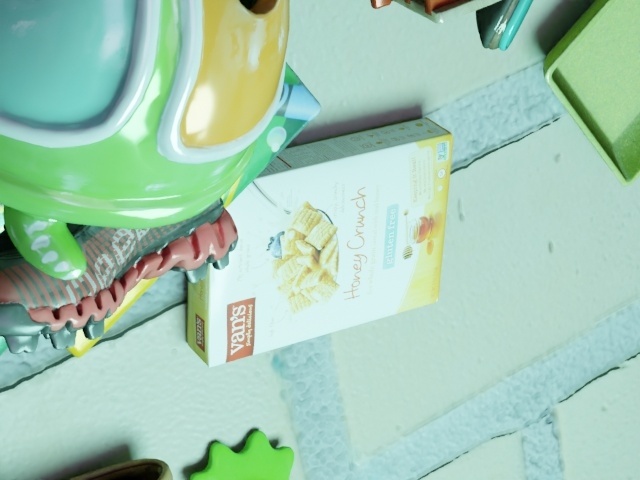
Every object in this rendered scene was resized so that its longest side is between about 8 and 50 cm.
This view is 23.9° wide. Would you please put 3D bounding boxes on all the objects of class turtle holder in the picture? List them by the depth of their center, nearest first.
[{"bbox_3d":[-0.155,-0.164,0.871,0.243,0.320,0.227,-16,146,-39],"label":"turtle holder"}]

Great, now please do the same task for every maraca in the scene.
[{"bbox_3d":[-0.060,0.269,1.376,0.127,0.099,0.186,-13,96,-32],"label":"maraca"}]

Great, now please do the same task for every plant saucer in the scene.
[{"bbox_3d":[0.295,-0.174,1.409,0.188,0.045,0.188,-49,132,-3],"label":"plant saucer"}]

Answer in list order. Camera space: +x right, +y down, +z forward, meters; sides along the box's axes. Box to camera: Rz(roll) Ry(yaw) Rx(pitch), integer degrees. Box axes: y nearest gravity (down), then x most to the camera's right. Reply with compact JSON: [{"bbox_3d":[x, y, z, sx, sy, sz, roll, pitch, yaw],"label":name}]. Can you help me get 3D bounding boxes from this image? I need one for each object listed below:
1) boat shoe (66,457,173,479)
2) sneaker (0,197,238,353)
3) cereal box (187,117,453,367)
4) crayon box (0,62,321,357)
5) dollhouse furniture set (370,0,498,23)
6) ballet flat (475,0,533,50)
[{"bbox_3d":[-0.253,0.255,1.224,0.324,0.122,0.120,-15,118,-38],"label":"boat shoe"},{"bbox_3d":[-0.154,-0.015,0.991,0.276,0.097,0.135,-31,120,-55],"label":"sneaker"},{"bbox_3d":[0.000,0.000,1.294,0.240,0.047,0.173,-16,124,-29],"label":"cereal box"},{"bbox_3d":[-0.176,-0.058,1.114,0.323,0.083,0.203,-46,132,-4],"label":"crayon box"},{"bbox_3d":[0.066,-0.305,1.105,0.262,0.135,0.259,-24,125,-22],"label":"dollhouse furniture set"},{"bbox_3d":[0.180,-0.289,1.234,0.280,0.096,0.095,-58,173,-7],"label":"ballet flat"}]
